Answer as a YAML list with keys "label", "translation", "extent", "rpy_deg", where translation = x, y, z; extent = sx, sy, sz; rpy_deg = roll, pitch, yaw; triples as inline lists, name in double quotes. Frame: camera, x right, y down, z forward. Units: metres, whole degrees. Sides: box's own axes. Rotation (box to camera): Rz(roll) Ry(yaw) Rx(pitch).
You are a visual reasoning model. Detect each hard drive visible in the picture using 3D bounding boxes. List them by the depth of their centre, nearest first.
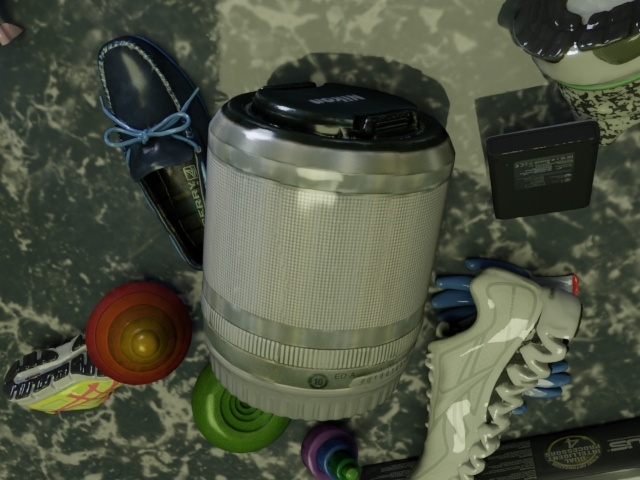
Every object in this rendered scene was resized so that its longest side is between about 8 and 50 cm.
- label: "hard drive"
  translation: [0.210, -0.062, 0.640]
  extent: [0.094, 0.022, 0.135]
  rpy_deg: [-9, 154, 14]

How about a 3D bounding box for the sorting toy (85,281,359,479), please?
- label: "sorting toy"
  translation: [-0.095, 0.177, 0.754]
  extent: [0.366, 0.126, 0.127]
  rpy_deg: [36, 78, -13]

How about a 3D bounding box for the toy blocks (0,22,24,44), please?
- label: "toy blocks"
  translation: [-0.397, -0.239, 0.543]
  extent: [0.309, 0.288, 0.260]
  rpy_deg: [-9, 124, 30]

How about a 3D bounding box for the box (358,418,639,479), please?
- label: "box"
  translation: [0.277, 0.397, 0.827]
  extent: [0.395, 0.097, 0.318]
  rpy_deg: [-15, 106, 15]

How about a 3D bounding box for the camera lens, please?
- label: "camera lens"
  translation: [0.000, 0.000, 0.639]
  extent: [0.220, 0.219, 0.274]
  rpy_deg: [9, 113, 6]

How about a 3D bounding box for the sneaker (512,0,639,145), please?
- label: "sneaker"
  translation: [0.377, -0.205, 0.565]
  extent: [0.411, 0.158, 0.182]
  rpy_deg: [-20, 139, 15]

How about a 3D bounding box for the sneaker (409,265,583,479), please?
- label: "sneaker"
  translation: [0.159, 0.156, 0.728]
  extent: [0.118, 0.110, 0.292]
  rpy_deg: [28, 112, 8]

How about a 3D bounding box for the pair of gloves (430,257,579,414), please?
- label: "pair of gloves"
  translation: [0.205, 0.112, 0.760]
  extent: [0.160, 0.023, 0.198]
  rpy_deg: [1, 112, 10]

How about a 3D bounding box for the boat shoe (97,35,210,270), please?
- label: "boat shoe"
  translation: [-0.151, -0.089, 0.699]
  extent: [0.109, 0.089, 0.258]
  rpy_deg: [-24, 106, 18]

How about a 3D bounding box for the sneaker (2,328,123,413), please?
- label: "sneaker"
  translation: [-0.279, 0.164, 0.842]
  extent: [0.209, 0.081, 0.094]
  rpy_deg: [-16, 139, 7]
